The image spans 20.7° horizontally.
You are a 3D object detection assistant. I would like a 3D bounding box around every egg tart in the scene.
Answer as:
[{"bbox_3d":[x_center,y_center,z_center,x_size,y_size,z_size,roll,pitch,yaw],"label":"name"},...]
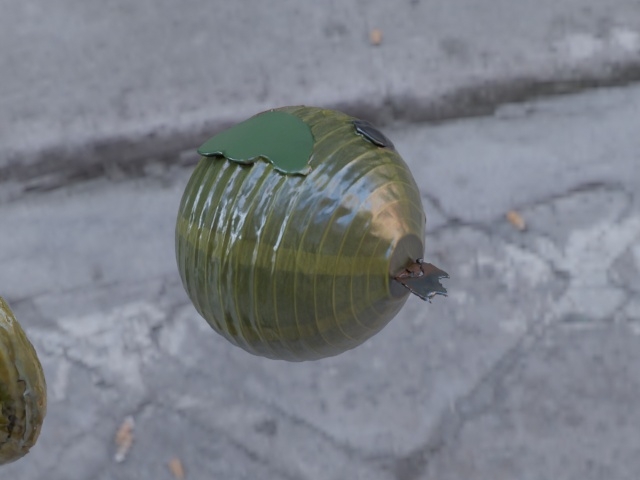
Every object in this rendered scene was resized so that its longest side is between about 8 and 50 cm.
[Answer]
[{"bbox_3d":[-0.406,0.123,1.771,0.291,0.290,0.107,20,35,29],"label":"egg tart"}]

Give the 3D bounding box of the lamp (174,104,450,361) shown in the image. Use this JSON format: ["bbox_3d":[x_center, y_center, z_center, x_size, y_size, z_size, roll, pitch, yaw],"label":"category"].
[{"bbox_3d":[0.000,0.000,1.641,0.284,0.250,0.250,19,49,33],"label":"lamp"}]
